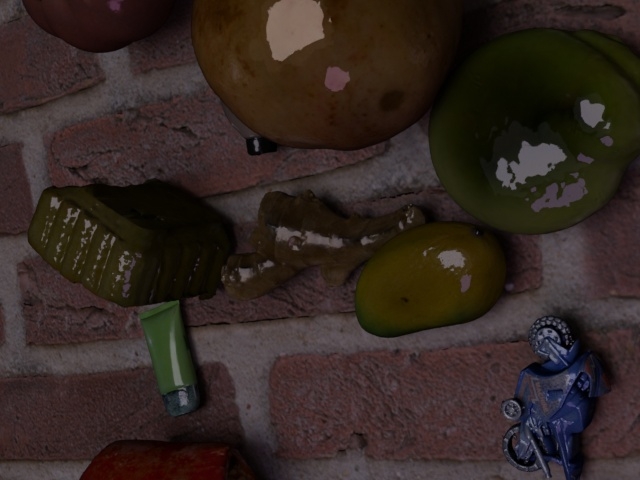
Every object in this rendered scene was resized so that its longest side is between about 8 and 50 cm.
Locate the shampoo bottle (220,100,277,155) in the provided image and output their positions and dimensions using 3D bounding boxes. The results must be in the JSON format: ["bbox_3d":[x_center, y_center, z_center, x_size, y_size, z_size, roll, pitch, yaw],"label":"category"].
[{"bbox_3d":[-0.095,-0.245,1.621,0.127,0.078,0.257,-6,94,38],"label":"shampoo bottle"}]

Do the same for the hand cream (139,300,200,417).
[{"bbox_3d":[-0.230,0.185,1.812,0.095,0.046,0.175,-24,75,39],"label":"hand cream"}]

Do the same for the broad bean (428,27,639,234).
[{"bbox_3d":[0.251,-0.127,1.342,0.291,0.119,0.238,-11,90,39],"label":"broad bean"}]

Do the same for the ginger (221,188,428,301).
[{"bbox_3d":[0.000,0.000,1.581,0.333,0.081,0.148,-6,88,29],"label":"ginger"}]

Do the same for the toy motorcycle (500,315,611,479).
[{"bbox_3d":[0.285,0.194,1.396,0.114,0.076,0.205,19,109,27],"label":"toy motorcycle"}]

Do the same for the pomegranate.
[{"bbox_3d":[0.017,-0.248,1.403,0.338,0.338,0.338,6,100,37],"label":"pomegranate"}]

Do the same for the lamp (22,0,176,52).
[{"bbox_3d":[-0.333,-0.424,1.677,0.305,0.239,0.305,5,99,37],"label":"lamp"}]

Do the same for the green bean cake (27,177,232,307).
[{"bbox_3d":[-0.273,-0.009,1.697,0.233,0.236,0.124,31,112,28],"label":"green bean cake"}]

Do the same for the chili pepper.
[{"bbox_3d":[-0.193,0.413,1.729,0.305,0.229,0.251,-9,88,28],"label":"chili pepper"}]

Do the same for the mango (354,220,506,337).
[{"bbox_3d":[0.128,0.050,1.470,0.237,0.091,0.137,-18,104,36],"label":"mango"}]
